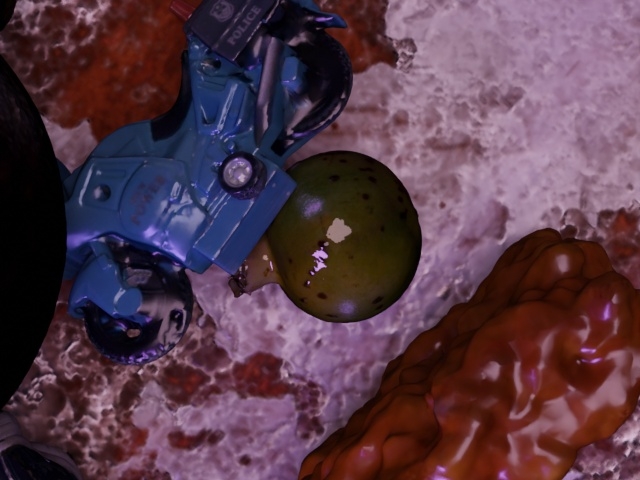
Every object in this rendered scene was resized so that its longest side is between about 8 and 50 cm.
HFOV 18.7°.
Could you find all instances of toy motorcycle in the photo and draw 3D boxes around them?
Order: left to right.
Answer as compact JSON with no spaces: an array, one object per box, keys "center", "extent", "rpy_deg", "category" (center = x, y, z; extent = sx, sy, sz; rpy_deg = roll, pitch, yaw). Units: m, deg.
[{"center":[-0.100,-0.061,1.301],"extent":[0.182,0.123,0.272],"rpy_deg":[35,87,26],"category":"toy motorcycle"}]

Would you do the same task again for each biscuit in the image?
[{"center":[0.076,0.130,1.239],"extent":[0.110,0.312,0.318],"rpy_deg":[45,90,-2],"category":"biscuit"}]

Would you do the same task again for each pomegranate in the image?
[{"center":[0.006,-0.004,1.328],"extent":[0.130,0.130,0.130],"rpy_deg":[0,91,-4],"category":"pomegranate"}]

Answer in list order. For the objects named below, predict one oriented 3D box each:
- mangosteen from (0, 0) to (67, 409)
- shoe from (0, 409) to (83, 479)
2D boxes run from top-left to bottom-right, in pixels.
[{"center":[-0.338,-0.049,1.160],"extent":[0.382,0.382,0.435],"rpy_deg":[4,57,-4],"category":"mangosteen"},{"center":[-0.195,0.186,1.277],"extent":[0.091,0.207,0.106],"rpy_deg":[-34,71,-4],"category":"shoe"}]
